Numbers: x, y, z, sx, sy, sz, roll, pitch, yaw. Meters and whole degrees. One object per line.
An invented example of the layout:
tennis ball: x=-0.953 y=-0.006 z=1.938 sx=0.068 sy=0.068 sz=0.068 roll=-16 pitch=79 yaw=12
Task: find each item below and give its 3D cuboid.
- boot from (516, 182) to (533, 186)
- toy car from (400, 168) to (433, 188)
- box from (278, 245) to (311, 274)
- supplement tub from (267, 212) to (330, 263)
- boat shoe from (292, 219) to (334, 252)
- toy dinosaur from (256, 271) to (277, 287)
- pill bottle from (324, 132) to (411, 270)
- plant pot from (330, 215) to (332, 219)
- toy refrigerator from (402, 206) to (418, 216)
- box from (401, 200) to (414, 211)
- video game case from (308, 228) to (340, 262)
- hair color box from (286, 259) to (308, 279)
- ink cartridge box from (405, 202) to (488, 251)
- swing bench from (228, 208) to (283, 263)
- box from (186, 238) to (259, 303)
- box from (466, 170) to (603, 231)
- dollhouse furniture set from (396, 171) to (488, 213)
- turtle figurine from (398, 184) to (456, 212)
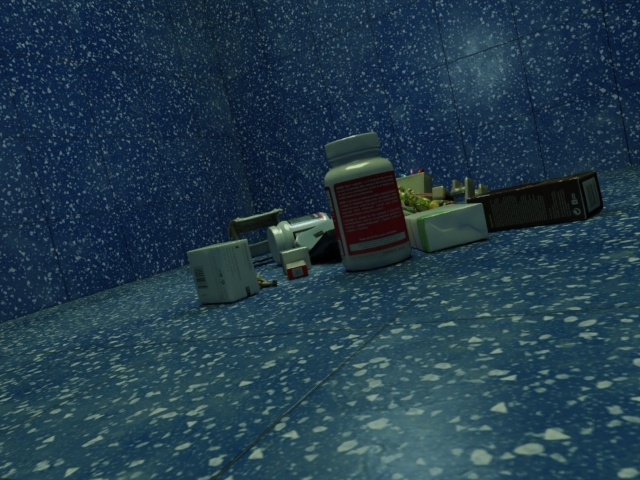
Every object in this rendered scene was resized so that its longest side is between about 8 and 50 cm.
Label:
boot: x=0.998 y=-0.221 z=2.330 sx=0.264 sy=0.096 sz=0.280 roll=-15 pitch=5 yaw=-20
toy car: x=0.476 y=-0.297 z=2.510 sx=0.182 sy=0.136 sz=0.159 roll=-1 pitch=-11 yaw=14
box: x=-0.097 y=0.074 z=1.897 sx=0.101 sy=0.087 sz=0.102 roll=-14 pitch=5 yaw=-12
supplement tub: x=-0.086 y=-0.009 z=2.251 sx=0.272 sy=0.191 sz=0.191 roll=-14 pitch=4 yaw=-18
boat shoe: x=0.003 y=0.003 z=2.117 sx=0.306 sy=0.113 sz=0.105 roll=-29 pitch=-23 yaw=-43
toy dinosaur: x=-0.208 y=0.144 z=1.709 sx=0.092 sy=0.053 sz=0.183 roll=2 pitch=4 yaw=-29
pill bottle: x=0.141 y=-0.123 z=1.599 sx=0.229 sy=0.408 sz=0.229 roll=-13 pitch=5 yaw=1
plant pot: x=0.173 y=-0.062 z=2.290 sx=0.201 sy=0.201 sz=0.180 roll=-16 pitch=21 yaw=-36
toy refrigerator: x=0.297 y=-0.085 z=1.905 sx=0.269 sy=0.094 sz=0.102 roll=12 pitch=18 yaw=-42
box: x=0.258 y=-0.094 z=2.088 sx=0.232 sy=0.148 sz=0.127 roll=-27 pitch=-16 yaw=-12
video game case: x=0.056 y=0.010 z=1.987 sx=0.196 sy=0.026 sz=0.274 roll=-16 pitch=-20 yaw=-30
hair color box: x=-0.084 y=0.104 z=1.772 sx=0.072 sy=0.043 sz=0.141 roll=-14 pitch=5 yaw=-3
ink cartridge box: x=0.414 y=-0.051 z=1.742 sx=0.207 sy=0.119 sz=0.353 roll=-14 pitch=4 yaw=-3
swing bench: x=-0.300 y=-0.007 z=2.445 sx=0.253 sy=0.255 sz=0.165 roll=-15 pitch=5 yaw=-29
box: x=-0.312 y=0.100 z=1.596 sx=0.182 sy=0.181 sz=0.119 roll=-10 pitch=6 yaw=42
box: x=0.719 y=-0.126 z=1.695 sx=0.381 sy=0.143 sz=0.191 roll=-11 pitch=5 yaw=45
dollhouse furniture set: x=0.525 y=-0.133 z=2.307 sx=0.362 sy=0.256 sz=0.394 roll=-8 pitch=-14 yaw=44
turtle figurine: x=0.398 y=-0.142 z=1.929 sx=0.269 sy=0.087 sz=0.217 roll=14 pitch=9 yaw=-33
